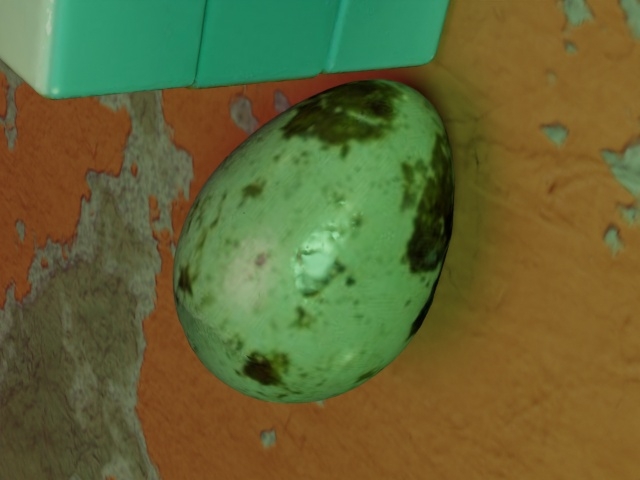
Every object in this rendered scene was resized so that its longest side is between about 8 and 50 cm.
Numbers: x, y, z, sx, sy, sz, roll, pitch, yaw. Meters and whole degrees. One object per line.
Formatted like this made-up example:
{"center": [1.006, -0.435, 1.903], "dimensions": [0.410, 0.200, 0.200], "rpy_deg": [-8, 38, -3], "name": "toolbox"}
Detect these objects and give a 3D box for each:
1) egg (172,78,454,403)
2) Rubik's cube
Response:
{"center": [0.000, 0.000, 0.803], "dimensions": [0.169, 0.169, 0.231], "rpy_deg": [46, 115, 37], "name": "egg"}
{"center": [-0.091, -0.279, 0.749], "dimensions": [0.291, 0.292, 0.290], "rpy_deg": [40, 128, 40], "name": "Rubik's cube"}
